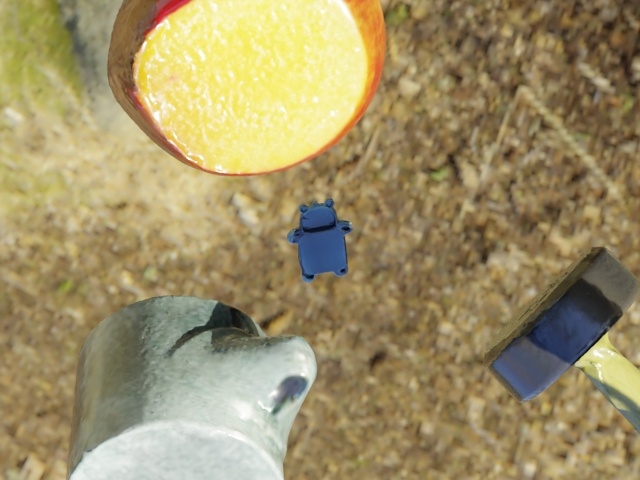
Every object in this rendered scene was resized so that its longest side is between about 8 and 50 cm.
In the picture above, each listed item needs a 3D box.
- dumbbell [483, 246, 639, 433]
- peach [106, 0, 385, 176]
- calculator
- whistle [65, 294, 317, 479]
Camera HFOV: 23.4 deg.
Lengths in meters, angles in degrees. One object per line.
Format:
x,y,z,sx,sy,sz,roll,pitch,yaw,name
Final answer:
0.362,0.183,1.781,0.322,0.204,0.204,46,142,4,dumbbell
-0.051,-0.138,1.099,0.190,0.192,0.190,14,126,20,peach
0.000,0.000,2.189,0.094,0.019,0.141,-10,129,-4,calculator
-0.149,0.223,1.394,0.188,0.168,0.405,14,127,-15,whistle
